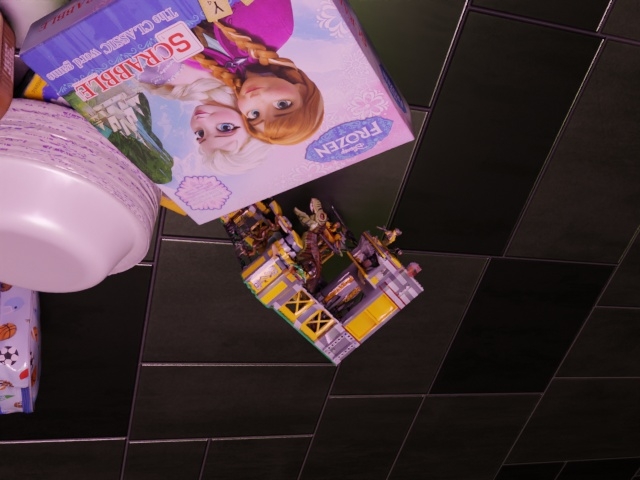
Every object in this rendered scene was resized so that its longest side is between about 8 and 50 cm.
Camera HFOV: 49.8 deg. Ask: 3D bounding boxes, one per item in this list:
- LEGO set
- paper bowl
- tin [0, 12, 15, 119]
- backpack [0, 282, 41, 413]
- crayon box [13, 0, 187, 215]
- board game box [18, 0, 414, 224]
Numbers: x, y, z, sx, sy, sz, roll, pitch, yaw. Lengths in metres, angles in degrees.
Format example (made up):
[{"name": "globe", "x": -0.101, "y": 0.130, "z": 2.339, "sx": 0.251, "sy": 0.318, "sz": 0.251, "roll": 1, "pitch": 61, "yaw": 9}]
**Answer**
[{"name": "LEGO set", "x": 0.000, "y": 0.000, "z": 0.998, "sx": 0.192, "sy": 0.331, "sz": 0.255, "roll": -41, "pitch": 113, "yaw": 4}, {"name": "paper bowl", "x": -0.359, "y": -0.035, "z": 0.884, "sx": 0.285, "sy": 0.148, "sz": 0.284, "roll": 4, "pitch": 150, "yaw": 2}, {"name": "tin", "x": -0.408, "y": -0.197, "z": 0.799, "sx": 0.106, "sy": 0.189, "sz": 0.040, "roll": -17, "pitch": 150, "yaw": 10}, {"name": "backpack", "x": -0.512, "y": 0.161, "z": 0.993, "sx": 0.213, "sy": 0.276, "sz": 0.263, "roll": 11, "pitch": 133, "yaw": -23}, {"name": "crayon box", "x": -0.219, "y": -0.156, "z": 0.917, "sx": 0.323, "sy": 0.083, "sz": 0.203, "roll": 25, "pitch": 132, "yaw": -31}, {"name": "board game box", "x": -0.101, "y": -0.177, "z": 0.781, "sx": 0.319, "sy": 0.065, "sz": 0.318, "roll": -20, "pitch": 138, "yaw": 22}]
